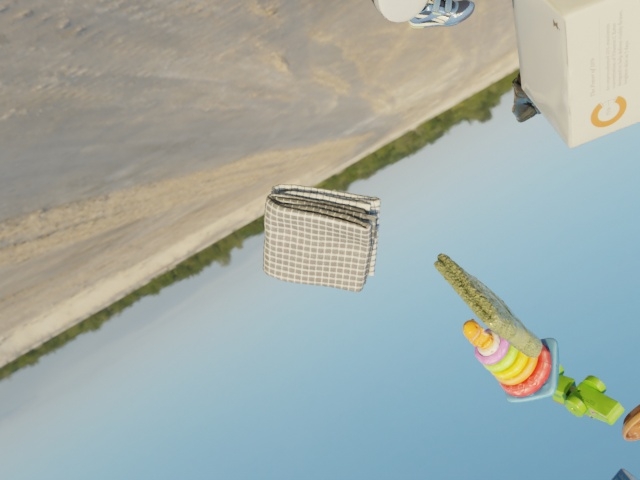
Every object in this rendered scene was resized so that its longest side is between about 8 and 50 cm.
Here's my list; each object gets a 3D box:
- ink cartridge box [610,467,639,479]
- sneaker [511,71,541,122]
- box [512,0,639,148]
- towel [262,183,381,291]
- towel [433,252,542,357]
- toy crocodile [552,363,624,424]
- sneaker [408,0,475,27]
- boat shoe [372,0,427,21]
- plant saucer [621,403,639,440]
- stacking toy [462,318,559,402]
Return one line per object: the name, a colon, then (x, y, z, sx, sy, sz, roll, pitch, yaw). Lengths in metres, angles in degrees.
ink cartridge box: (0.391, 0.424, 0.870, 0.203, 0.148, 0.086, -52, -174, 9)
sneaker: (0.601, -0.423, 1.938, 0.109, 0.130, 0.286, -38, 180, -1)
box: (0.454, -0.308, 0.906, 0.345, 0.215, 0.168, -21, -135, 3)
towel: (0.000, 0.000, 1.670, 0.283, 0.235, 0.121, 10, -145, 8)
towel: (0.202, 0.076, 0.827, 0.027, 0.110, 0.148, -48, -147, 12)
toy crocodile: (0.730, 0.447, 2.009, 0.115, 0.105, 0.340, -43, -144, -21)
sneaker: (0.249, -0.484, 1.420, 0.144, 0.059, 0.053, -3, -124, 20)
boat shoe: (0.121, -0.450, 0.893, 0.108, 0.102, 0.301, -7, 132, -21)
plant saucer: (0.832, 0.428, 1.683, 0.200, 0.037, 0.200, -15, 140, -13)
stacking toy: (0.471, 0.290, 1.772, 0.166, 0.302, 0.175, -26, -139, 45)
